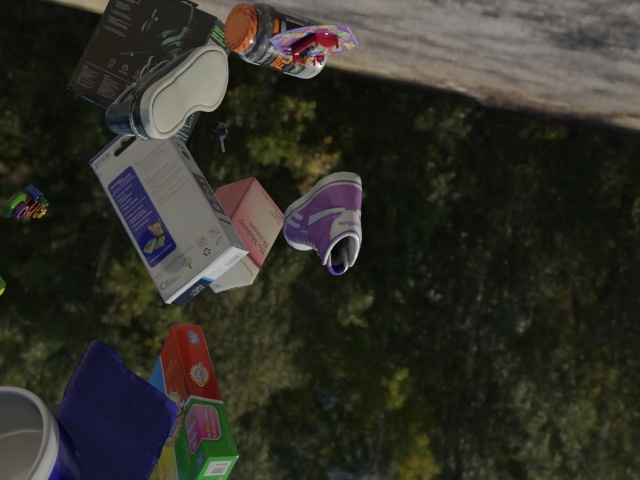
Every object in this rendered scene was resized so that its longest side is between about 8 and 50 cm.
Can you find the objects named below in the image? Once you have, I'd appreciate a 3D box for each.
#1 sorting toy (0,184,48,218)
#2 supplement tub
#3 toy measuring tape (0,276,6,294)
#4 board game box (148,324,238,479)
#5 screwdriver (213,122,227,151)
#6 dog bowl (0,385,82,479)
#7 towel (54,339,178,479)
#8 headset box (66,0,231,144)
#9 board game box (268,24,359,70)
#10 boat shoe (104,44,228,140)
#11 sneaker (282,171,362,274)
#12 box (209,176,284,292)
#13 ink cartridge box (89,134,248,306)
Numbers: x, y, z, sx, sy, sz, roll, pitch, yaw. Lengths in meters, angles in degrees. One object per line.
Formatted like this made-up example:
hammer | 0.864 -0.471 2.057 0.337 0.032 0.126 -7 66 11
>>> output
sorting toy | -0.474 -0.055 1.645 0.042 0.061 0.102 40 -166 1
supplement tub | -0.085 -0.390 1.959 0.190 0.117 0.117 9 -175 -38
toy measuring tape | -0.699 0.124 1.834 0.121 0.121 0.330 13 -165 20
board game box | -0.263 0.363 1.981 0.064 0.242 0.316 4 -138 -28
screwdriver | -0.157 -0.165 1.604 0.024 0.025 0.170 9 -167 -10
dog bowl | -0.473 0.338 1.407 0.265 0.265 0.104 15 143 39
towel | -0.367 0.346 1.641 0.076 0.308 0.227 -11 134 36
headset box | -0.345 -0.382 2.103 0.246 0.283 0.131 25 180 17
board game box | -0.007 -0.318 1.692 0.133 0.033 0.168 -7 174 11
boat shoe | -0.196 -0.196 1.338 0.079 0.095 0.254 1 -150 21
sneaker | -0.001 0.000 1.870 0.102 0.161 0.282 1 160 -17
box | -0.204 -0.014 2.401 0.127 0.232 0.148 -14 126 36
ink cartridge box | -0.274 -0.062 1.794 0.333 0.165 0.065 58 -164 23
